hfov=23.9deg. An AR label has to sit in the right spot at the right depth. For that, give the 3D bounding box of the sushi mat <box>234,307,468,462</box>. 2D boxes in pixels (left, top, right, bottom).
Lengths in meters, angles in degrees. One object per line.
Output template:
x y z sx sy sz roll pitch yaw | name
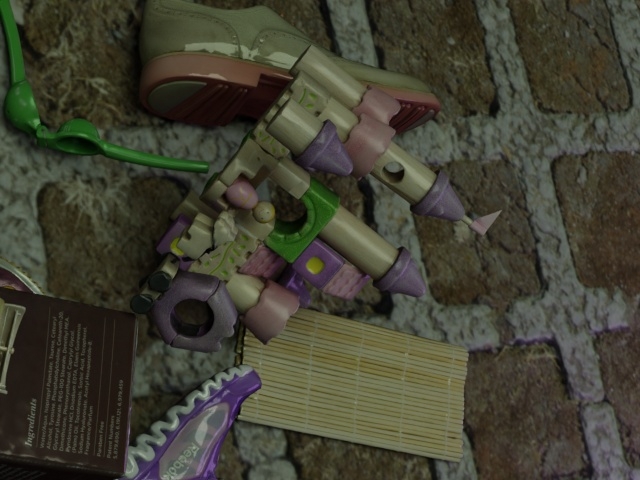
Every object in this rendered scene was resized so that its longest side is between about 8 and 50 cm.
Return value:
0.041 0.165 1.784 0.317 0.019 0.151 15 68 -28 | sushi mat

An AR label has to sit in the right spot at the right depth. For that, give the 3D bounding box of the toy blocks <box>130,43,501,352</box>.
0.000 0.000 1.588 0.260 0.288 0.309 39 17 -10 | toy blocks

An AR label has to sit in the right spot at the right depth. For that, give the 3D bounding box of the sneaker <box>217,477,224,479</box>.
-0.121 0.316 1.613 0.067 0.042 0.118 41 64 -10 | sneaker

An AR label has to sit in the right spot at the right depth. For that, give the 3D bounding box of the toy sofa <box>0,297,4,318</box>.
-0.436 0.115 1.284 0.177 0.362 0.150 28 61 -30 | toy sofa

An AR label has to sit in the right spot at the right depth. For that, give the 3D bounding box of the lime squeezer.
-0.271 -0.138 1.646 0.310 0.059 0.110 40 53 7 | lime squeezer

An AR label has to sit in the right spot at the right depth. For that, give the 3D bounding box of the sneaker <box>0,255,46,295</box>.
-0.364 0.044 1.540 0.185 0.069 0.084 38 66 -10 | sneaker

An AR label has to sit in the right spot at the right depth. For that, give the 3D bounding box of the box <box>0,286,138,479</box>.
-0.306 0.149 1.473 0.203 0.168 0.167 14 67 -29 | box

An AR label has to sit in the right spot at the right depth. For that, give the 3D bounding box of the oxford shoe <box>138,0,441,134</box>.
-0.029 -0.212 1.795 0.397 0.140 0.146 8 63 -33 | oxford shoe

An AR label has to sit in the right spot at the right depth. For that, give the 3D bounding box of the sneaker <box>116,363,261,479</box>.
-0.140 0.227 1.594 0.104 0.095 0.236 47 60 2 | sneaker

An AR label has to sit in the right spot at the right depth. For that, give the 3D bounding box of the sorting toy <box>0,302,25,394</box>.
-0.313 0.095 1.359 0.075 0.045 0.083 16 65 -18 | sorting toy
